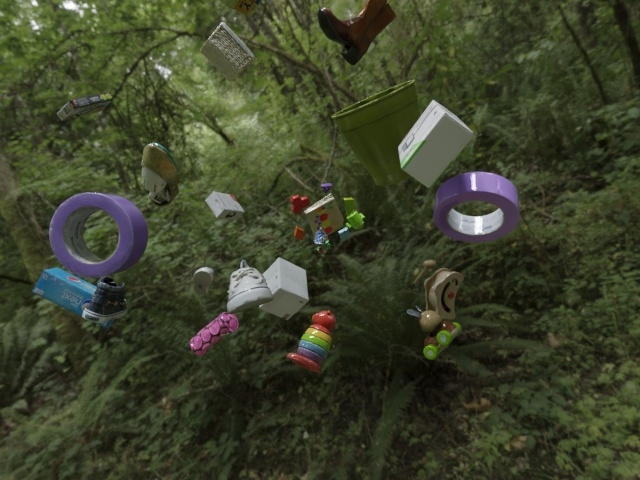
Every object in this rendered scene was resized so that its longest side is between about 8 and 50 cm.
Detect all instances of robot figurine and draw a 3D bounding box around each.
[{"bbox_3d":[0.181,-0.104,2.238,0.101,0.115,0.067,-37,9,-7],"label":"robot figurine"}]

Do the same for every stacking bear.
[{"bbox_3d":[-0.019,0.481,2.121,0.164,0.175,0.289,18,68,19],"label":"stacking bear"}]

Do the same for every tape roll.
[{"bbox_3d":[0.531,-0.108,1.483,0.274,0.275,0.090,-17,45,37],"label":"tape roll"},{"bbox_3d":[-0.500,-0.013,0.984,0.188,0.189,0.080,-27,3,2],"label":"tape roll"}]

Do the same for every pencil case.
[{"bbox_3d":[-0.422,0.373,1.707,0.209,0.095,0.098,-41,52,19],"label":"pencil case"}]

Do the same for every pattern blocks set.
[{"bbox_3d":[0.015,-0.094,1.783,0.285,0.325,0.026,-23,45,-14],"label":"pattern blocks set"}]

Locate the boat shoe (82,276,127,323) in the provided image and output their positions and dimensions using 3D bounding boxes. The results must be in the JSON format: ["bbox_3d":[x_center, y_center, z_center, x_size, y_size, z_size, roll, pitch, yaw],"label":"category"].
[{"bbox_3d":[-0.452,0.123,0.945,0.083,0.065,0.183,-67,10,-3],"label":"boat shoe"}]

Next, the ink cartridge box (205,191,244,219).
[{"bbox_3d":[-0.501,-0.181,2.272,0.072,0.127,0.175,-42,-16,18],"label":"ink cartridge box"}]

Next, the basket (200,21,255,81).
[{"bbox_3d":[-0.351,-0.698,1.615,0.113,0.167,0.103,-8,43,57],"label":"basket"}]

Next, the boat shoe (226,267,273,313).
[{"bbox_3d":[-0.155,0.101,0.929,0.096,0.088,0.267,-18,-5,-5],"label":"boat shoe"}]

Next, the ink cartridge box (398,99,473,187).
[{"bbox_3d":[0.347,-0.307,1.351,0.198,0.114,0.273,-54,9,24],"label":"ink cartridge box"}]

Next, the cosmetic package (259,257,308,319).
[{"bbox_3d":[-0.158,0.206,1.841,0.151,0.151,0.184,-46,31,27],"label":"cosmetic package"}]

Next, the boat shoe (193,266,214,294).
[{"bbox_3d":[-0.496,0.157,1.854,0.227,0.079,0.081,124,167,-55],"label":"boat shoe"}]

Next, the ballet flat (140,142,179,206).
[{"bbox_3d":[-0.531,-0.194,1.419,0.123,0.123,0.348,-33,-4,-20],"label":"ballet flat"}]

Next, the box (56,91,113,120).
[{"bbox_3d":[-0.978,-0.561,1.805,0.114,0.036,0.207,-23,16,30],"label":"box"}]

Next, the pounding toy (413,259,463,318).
[{"bbox_3d":[0.512,0.198,1.877,0.154,0.270,0.155,-15,18,-23],"label":"pounding toy"}]

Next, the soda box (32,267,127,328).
[{"bbox_3d":[-0.633,0.151,1.147,0.067,0.210,0.071,-61,6,0],"label":"soda box"}]

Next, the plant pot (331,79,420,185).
[{"bbox_3d":[0.280,-0.433,1.836,0.366,0.353,0.366,-22,18,7],"label":"plant pot"}]

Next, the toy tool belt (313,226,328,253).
[{"bbox_3d":[0.000,0.000,1.517,0.052,0.051,0.083,1,63,9],"label":"toy tool belt"}]

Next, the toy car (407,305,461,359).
[{"bbox_3d":[0.404,0.322,1.612,0.155,0.188,0.149,-6,-44,-57],"label":"toy car"}]

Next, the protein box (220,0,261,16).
[{"bbox_3d":[-0.287,-0.824,1.324,0.136,0.201,0.200,-49,1,23],"label":"protein box"}]

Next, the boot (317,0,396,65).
[{"bbox_3d":[0.150,-0.883,1.691,0.280,0.264,0.096,-51,32,1],"label":"boot"}]

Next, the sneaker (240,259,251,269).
[{"bbox_3d":[-0.292,0.139,1.821,0.058,0.135,0.052,-17,13,11],"label":"sneaker"}]
